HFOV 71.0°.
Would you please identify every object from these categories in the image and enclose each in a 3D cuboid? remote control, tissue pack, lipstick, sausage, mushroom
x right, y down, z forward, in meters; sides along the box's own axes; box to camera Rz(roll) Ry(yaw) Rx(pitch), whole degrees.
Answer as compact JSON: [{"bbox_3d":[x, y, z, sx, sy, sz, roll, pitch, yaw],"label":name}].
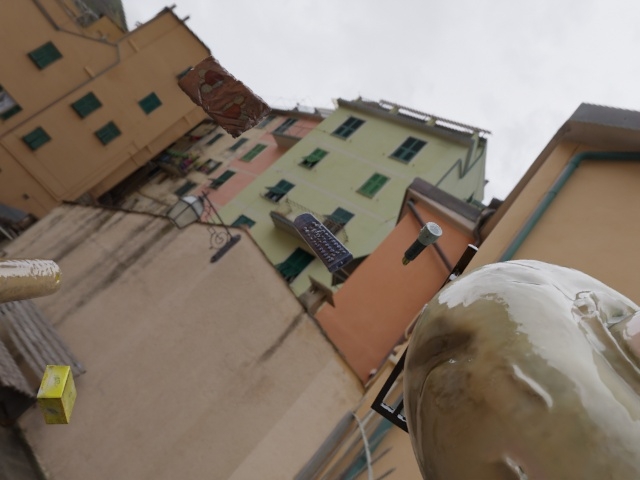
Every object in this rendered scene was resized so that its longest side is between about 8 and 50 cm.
[{"bbox_3d":[0.000,-0.001,0.730,0.152,0.043,0.027,48,-20,51],"label":"remote control"},{"bbox_3d":[-0.732,0.433,1.256,0.062,0.095,0.176,7,-46,-16],"label":"tissue pack"},{"bbox_3d":[0.195,0.011,0.901,0.037,0.037,0.116,42,-45,7],"label":"lipstick"},{"bbox_3d":[-0.409,0.047,0.519,0.066,0.066,0.301,44,0,2],"label":"sausage"},{"bbox_3d":[0.249,0.151,0.370,0.356,0.315,0.315,-5,-35,4],"label":"mushroom"}]

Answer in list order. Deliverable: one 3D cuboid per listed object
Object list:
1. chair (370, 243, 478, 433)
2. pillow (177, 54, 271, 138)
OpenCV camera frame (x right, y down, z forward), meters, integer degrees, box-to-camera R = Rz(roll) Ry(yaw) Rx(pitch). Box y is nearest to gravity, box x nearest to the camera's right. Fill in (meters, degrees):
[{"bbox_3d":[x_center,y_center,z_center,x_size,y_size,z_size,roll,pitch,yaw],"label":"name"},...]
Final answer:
[{"bbox_3d":[0.319,0.255,1.091,0.203,0.240,0.416,31,-60,14],"label":"chair"},{"bbox_3d":[-0.257,-0.379,1.193,0.248,0.135,0.049,43,-14,15],"label":"pillow"}]
